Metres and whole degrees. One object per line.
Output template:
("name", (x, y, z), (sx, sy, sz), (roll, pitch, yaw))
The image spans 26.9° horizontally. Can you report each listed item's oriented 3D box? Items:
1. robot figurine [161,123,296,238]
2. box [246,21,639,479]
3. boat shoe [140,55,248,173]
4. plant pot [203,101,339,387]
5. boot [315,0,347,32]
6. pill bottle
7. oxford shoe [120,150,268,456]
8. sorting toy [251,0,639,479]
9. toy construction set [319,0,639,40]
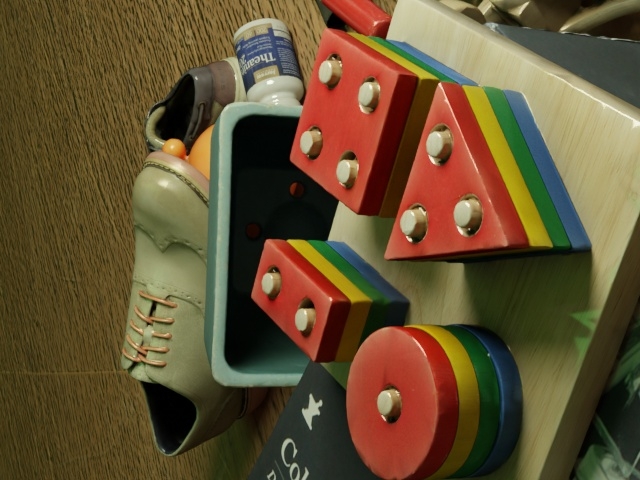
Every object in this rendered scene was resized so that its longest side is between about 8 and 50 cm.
("robot figurine", (-0.096, -0.054, 1.520), (0.158, 0.128, 0.219), (57, 152, 17))
("box", (0.225, 0.191, 0.886), (0.480, 0.297, 0.472), (59, 134, 39))
("boat shoe", (-0.180, -0.139, 1.702), (0.285, 0.092, 0.103), (-44, 54, 49))
("plant pot", (0.000, 0.000, 1.292), (0.252, 0.247, 0.248), (-167, 79, -75))
("boot", (0.030, -0.326, 1.406), (0.137, 0.077, 0.198), (66, 154, 26))
("pill bottle", (-0.057, -0.188, 1.532), (0.067, 0.067, 0.120), (-42, 55, 49))
("oxford shoe", (-0.151, 0.086, 1.476), (0.140, 0.146, 0.397), (21, 137, 33))
("sorting toy", (0.061, 0.009, 0.793), (0.255, 0.089, 0.257), (42, 122, 50))
("toy construction set", (0.124, -0.183, 1.058), (0.237, 0.309, 0.257), (49, 121, 52))
